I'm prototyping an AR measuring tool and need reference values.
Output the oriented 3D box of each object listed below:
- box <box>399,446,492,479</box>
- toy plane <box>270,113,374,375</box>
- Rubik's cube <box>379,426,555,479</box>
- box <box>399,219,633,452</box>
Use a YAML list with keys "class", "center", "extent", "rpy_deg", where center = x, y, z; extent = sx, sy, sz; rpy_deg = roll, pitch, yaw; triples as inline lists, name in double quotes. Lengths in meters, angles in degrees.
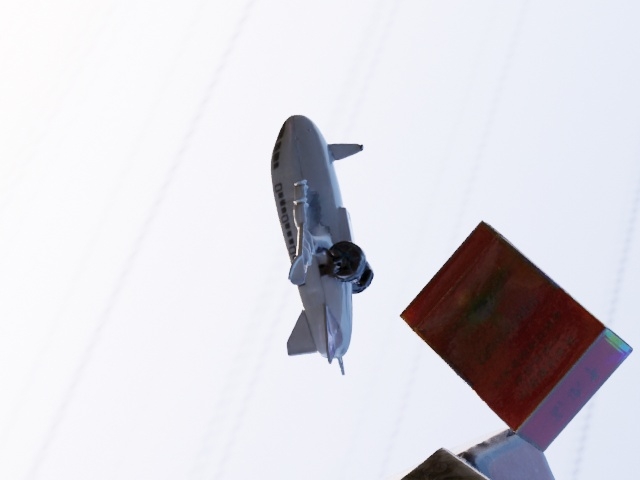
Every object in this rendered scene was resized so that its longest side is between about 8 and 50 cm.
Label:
- class: "box"
  center: [0.094, 0.174, 1.112]
  extent: [0.045, 0.062, 0.098]
  rpy_deg: [-35, -150, -14]
- class: "toy plane"
  center: [0.000, 0.000, 1.192]
  extent: [0.162, 0.065, 0.171]
  rpy_deg: [53, 35, -78]
- class: "Rubik's cube"
  center: [0.036, 0.399, 1.550]
  extent: [0.359, 0.363, 0.362]
  rpy_deg: [-29, 170, 35]
- class: "box"
  center: [0.153, 0.075, 1.455]
  extent: [0.112, 0.048, 0.175]
  rpy_deg: [-49, -136, 5]
